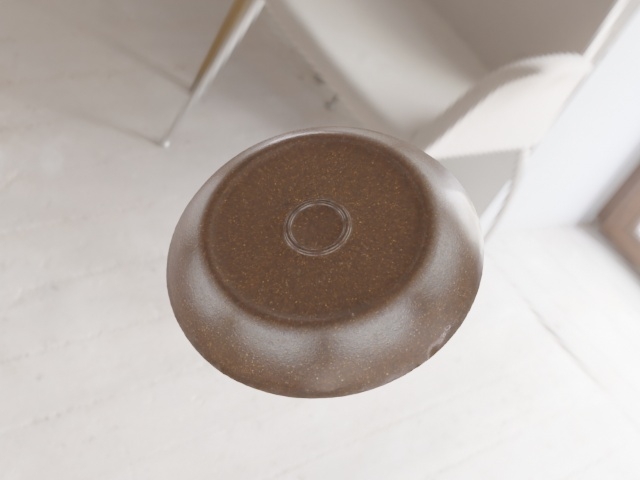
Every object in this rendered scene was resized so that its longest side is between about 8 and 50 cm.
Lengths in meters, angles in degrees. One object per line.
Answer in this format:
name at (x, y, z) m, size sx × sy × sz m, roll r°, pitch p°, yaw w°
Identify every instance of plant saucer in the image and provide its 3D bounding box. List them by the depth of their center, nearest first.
plant saucer at (0.000, 0.000, 0.773) m, size 0.198 × 0.036 × 0.199 m, roll -3°, pitch 56°, yaw 5°
